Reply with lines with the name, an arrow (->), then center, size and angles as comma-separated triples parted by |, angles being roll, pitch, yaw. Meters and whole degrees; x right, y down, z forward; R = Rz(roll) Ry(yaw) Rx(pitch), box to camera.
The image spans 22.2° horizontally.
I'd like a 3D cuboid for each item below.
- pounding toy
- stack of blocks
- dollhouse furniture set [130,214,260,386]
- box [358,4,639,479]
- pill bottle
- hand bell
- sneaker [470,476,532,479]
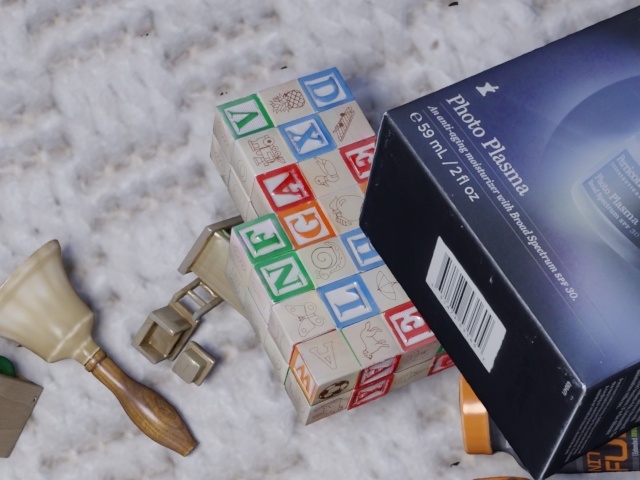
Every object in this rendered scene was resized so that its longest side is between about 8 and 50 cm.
pounding toy -> -0.393, 0.126, 1.574 | 0.181, 0.206, 0.094 | 25, 85, 13
stack of blocks -> 0.000, 0.000, 1.501 | 0.171, 0.087, 0.297 | -20, 65, -19
dollhouse furniture set -> -0.062, 0.094, 1.599 | 0.182, 0.101, 0.161 | 41, 114, 13
box -> 0.237, -0.010, 1.379 | 0.294, 0.183, 0.296 | -24, 64, -21
pill bottle -> 0.251, 0.149, 1.496 | 0.245, 0.130, 0.130 | -4, 80, 10
hand bell -> -0.215, 0.125, 1.609 | 0.242, 0.126, 0.126 | 42, 89, 2
sneaker -> 0.248, 0.284, 1.446 | 0.321, 0.180, 0.125 | 6, 82, 11
